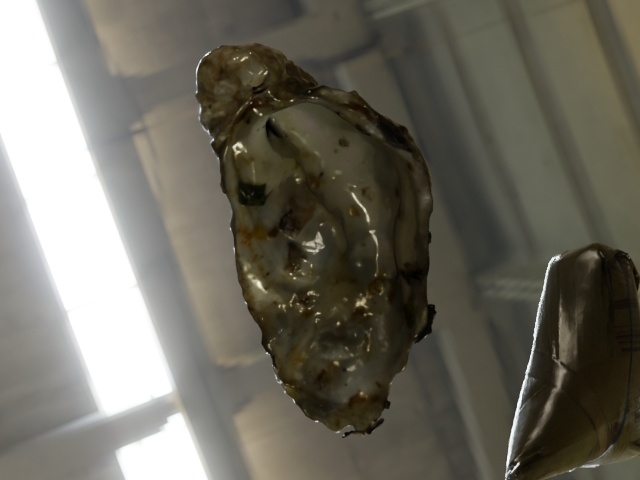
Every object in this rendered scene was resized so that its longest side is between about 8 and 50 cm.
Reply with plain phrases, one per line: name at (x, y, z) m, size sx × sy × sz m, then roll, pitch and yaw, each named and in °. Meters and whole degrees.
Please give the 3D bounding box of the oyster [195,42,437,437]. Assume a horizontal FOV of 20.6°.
oyster at (-0.006, -0.001, 1.271) m, size 0.094 × 0.166 × 0.294 m, roll -124°, pitch -148°, yaw -68°

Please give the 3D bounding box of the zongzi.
zongzi at (0.265, 0.133, 1.960) m, size 0.123 × 0.289 × 0.260 m, roll -8°, pitch -95°, yaw 37°
